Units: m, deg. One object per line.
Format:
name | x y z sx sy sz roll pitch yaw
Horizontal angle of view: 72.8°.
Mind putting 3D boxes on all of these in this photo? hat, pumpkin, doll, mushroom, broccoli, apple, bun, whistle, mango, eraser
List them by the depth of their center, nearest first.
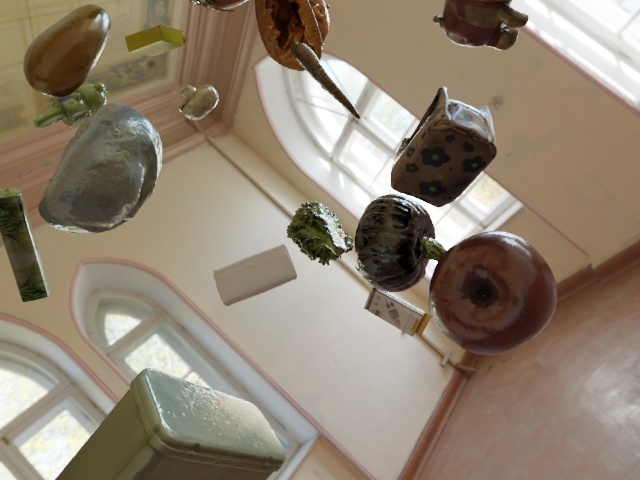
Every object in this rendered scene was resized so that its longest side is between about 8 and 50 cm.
doll | 0.320 -0.486 0.798 0.152 0.196 0.256 -51 -18 -15
mango | -0.492 -0.382 0.858 0.099 0.136 0.227 48 -122 -48
apple | 0.413 0.127 1.052 0.305 0.305 0.235 -51 -26 23
bun | -0.535 -0.162 1.083 0.362 0.211 0.361 -30 42 32
eraser | -0.443 -0.537 1.167 0.123 0.045 0.097 -4 12 27
whistle | -0.705 -0.379 1.234 0.227 0.085 0.105 -44 3 -35
pumpkin | 0.241 0.008 1.261 0.296 0.296 0.296 -46 -8 -9
hat | -0.029 -0.654 1.273 0.233 0.244 0.233 -47 -15 -38
broccoli | -0.012 0.001 1.539 0.180 0.242 0.272 -41 37 21
mushroom | -0.452 -0.517 1.591 0.154 0.122 0.154 -38 19 16

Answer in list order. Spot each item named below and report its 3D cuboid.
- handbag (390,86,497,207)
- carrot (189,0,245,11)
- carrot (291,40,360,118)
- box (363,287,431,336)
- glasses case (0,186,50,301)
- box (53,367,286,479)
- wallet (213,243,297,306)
handbag | 0.300 -0.232 1.070 0.251 0.190 0.193 122 164 -52
carrot | -0.366 -0.934 1.565 0.331 0.214 0.193 -28 30 -20
carrot | 0.018 -0.411 1.125 0.049 0.254 0.049 -42 10 9
box | 0.290 0.274 1.667 0.033 0.247 0.129 -42 -27 -46
glasses case | -0.739 0.011 1.077 0.062 0.095 0.272 -12 -64 -25
box | -0.301 0.467 0.831 0.343 0.177 0.352 -49 -44 -3
wallet | -0.101 0.053 0.672 0.122 0.061 0.025 -21 -7 1
